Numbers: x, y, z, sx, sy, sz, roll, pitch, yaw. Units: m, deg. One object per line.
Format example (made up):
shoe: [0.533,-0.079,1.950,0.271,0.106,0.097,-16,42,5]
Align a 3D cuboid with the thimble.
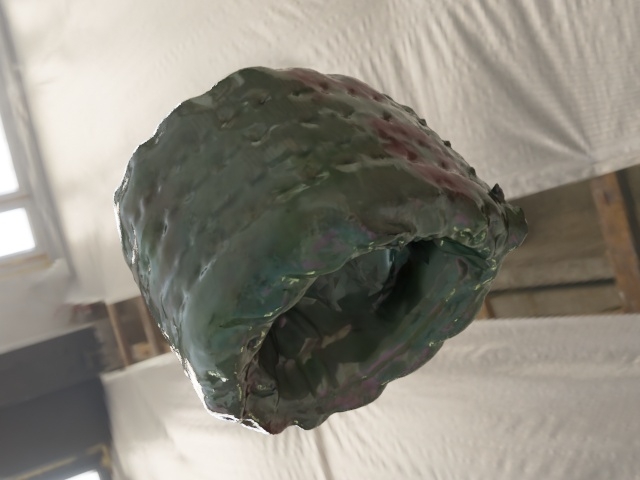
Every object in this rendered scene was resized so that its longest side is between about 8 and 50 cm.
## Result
thimble: [0.000,0.000,0.594,0.149,0.211,0.185,53,-20,34]
